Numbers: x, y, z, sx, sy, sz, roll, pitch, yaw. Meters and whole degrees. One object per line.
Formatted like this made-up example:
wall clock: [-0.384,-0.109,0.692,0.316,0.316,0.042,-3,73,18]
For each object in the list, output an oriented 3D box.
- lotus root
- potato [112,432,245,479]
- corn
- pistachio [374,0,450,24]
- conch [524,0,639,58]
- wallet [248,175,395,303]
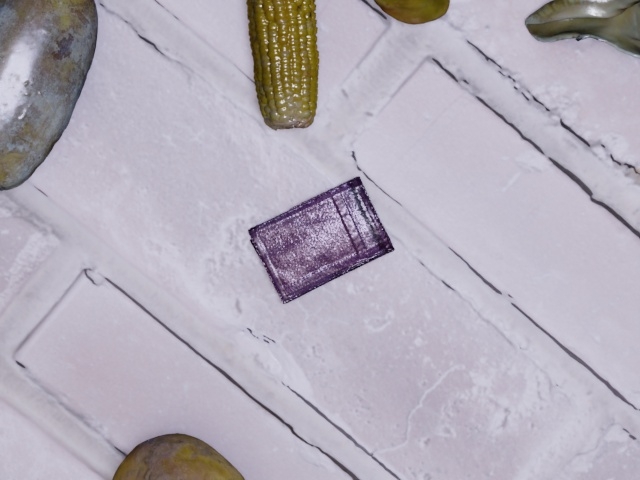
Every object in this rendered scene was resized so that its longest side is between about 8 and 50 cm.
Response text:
lotus root: [-0.368,-0.209,1.590,0.175,0.175,0.349,27,94,-4]
potato: [-0.171,0.379,1.663,0.229,0.229,0.266,-28,93,4]
corn: [-0.050,-0.296,1.614,0.097,0.097,0.319,-4,100,1]
pistachio: [0.086,-0.344,1.599,0.189,0.100,0.110,37,96,-4]
conch: [0.453,-0.310,1.586,0.386,0.169,0.203,-26,73,37]
wallet: [0.000,0.000,1.685,0.166,0.030,0.111,-27,98,5]
